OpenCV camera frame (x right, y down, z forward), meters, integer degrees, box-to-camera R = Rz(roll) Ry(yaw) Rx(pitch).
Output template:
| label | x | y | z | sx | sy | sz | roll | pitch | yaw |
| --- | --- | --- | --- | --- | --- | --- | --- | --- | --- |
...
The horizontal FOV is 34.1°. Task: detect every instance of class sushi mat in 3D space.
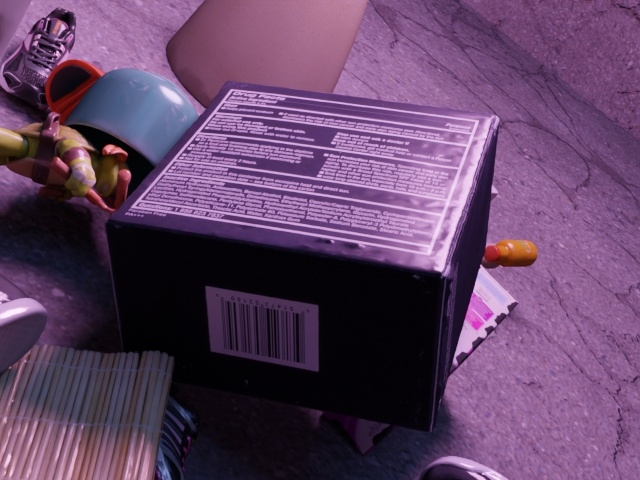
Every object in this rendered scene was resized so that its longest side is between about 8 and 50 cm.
| label | x | y | z | sx | sy | sz | roll | pitch | yaw |
| --- | --- | --- | --- | --- | --- | --- | --- | --- | --- |
| sushi mat | -0.202 | 0.182 | 0.783 | 0.151 | 0.019 | 0.317 | 3 | 34 | -2 |

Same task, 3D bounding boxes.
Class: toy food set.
| label | x | y | z | sx | sy | sz | roll | pitch | yaw |
| --- | --- | --- | --- | --- | --- | --- | --- | --- | --- |
| toy food set | 0.208 | -0.033 | 1.570 | 0.104 | 0.111 | 0.232 | 2 | 47 | -50 |

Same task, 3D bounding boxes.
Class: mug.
| label | x | y | z | sx | sy | sz | roll | pitch | yaw |
| --- | --- | --- | --- | --- | --- | --- | --- | --- | --- |
| mug | -0.199 | -0.119 | 1.084 | 0.157 | 0.129 | 0.097 | 19 | 64 | 22 |

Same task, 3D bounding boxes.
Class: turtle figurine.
| label | x | y | z | sx | sy | sz | roll | pitch | yaw |
| --- | --- | --- | --- | --- | --- | --- | --- | --- | --- |
| turtle figurine | -0.271 | -0.082 | 0.990 | 0.217 | 0.087 | 0.269 | 12 | -2 | -16 |

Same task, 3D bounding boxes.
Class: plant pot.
| label | x | y | z | sx | sy | sz | roll | pitch | yaw |
| --- | --- | --- | --- | --- | --- | --- | --- | --- | --- |
| plant pot | -0.047 | -0.324 | 1.527 | 0.256 | 0.274 | 0.256 | 29 | 30 | -18 |

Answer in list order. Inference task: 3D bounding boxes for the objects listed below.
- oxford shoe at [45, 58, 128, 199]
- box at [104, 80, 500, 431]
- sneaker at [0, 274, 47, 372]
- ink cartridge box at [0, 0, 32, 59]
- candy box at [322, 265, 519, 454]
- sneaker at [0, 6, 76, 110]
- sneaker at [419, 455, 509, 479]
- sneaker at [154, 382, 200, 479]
| label | x | y | z | sx | sy | sz | roll | pitch | yaw |
| --- | --- | --- | --- | --- | --- | --- | --- | --- | --- |
| oxford shoe | -0.199 | -0.099 | 1.202 | 0.271 | 0.097 | 0.098 | 52 | 12 | 10 |
| box | 0.000 | 0.000 | 0.995 | 0.296 | 0.183 | 0.294 | 10 | 36 | 14 |
| sneaker | -0.355 | 0.062 | 0.770 | 0.147 | 0.105 | 0.295 | 39 | 26 | 16 |
| ink cartridge box | -0.430 | -0.308 | 1.117 | 0.114 | 0.198 | 0.273 | 2 | 44 | -49 |
| candy box | 0.118 | 0.128 | 1.168 | 0.071 | 0.159 | 0.233 | 45 | 29 | 9 |
| sneaker | -0.333 | -0.228 | 1.247 | 0.072 | 0.077 | 0.178 | 25 | 31 | -23 |
| sneaker | 0.161 | 0.326 | 0.979 | 0.153 | 0.101 | 0.269 | 0 | 48 | -54 |
| sneaker | -0.132 | 0.177 | 0.892 | 0.074 | 0.063 | 0.170 | 8 | 35 | -35 |
